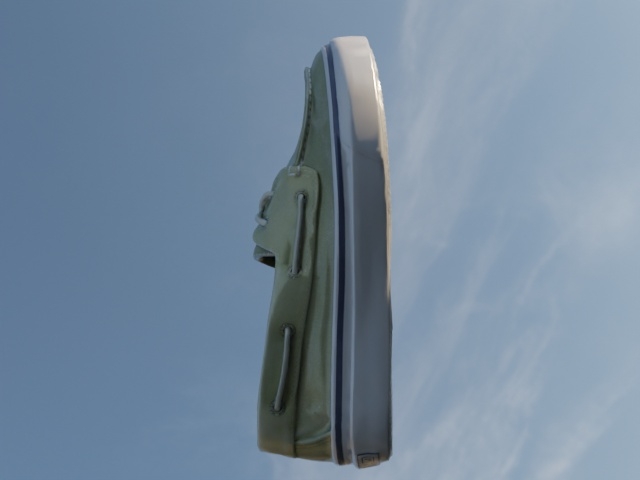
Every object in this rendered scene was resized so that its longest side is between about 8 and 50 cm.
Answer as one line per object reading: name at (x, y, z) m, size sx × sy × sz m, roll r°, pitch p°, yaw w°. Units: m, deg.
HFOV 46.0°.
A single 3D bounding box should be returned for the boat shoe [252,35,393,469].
boat shoe at (0.000, 0.000, 0.517) m, size 0.094 × 0.302 × 0.109 m, roll -1°, pitch -15°, yaw 2°
